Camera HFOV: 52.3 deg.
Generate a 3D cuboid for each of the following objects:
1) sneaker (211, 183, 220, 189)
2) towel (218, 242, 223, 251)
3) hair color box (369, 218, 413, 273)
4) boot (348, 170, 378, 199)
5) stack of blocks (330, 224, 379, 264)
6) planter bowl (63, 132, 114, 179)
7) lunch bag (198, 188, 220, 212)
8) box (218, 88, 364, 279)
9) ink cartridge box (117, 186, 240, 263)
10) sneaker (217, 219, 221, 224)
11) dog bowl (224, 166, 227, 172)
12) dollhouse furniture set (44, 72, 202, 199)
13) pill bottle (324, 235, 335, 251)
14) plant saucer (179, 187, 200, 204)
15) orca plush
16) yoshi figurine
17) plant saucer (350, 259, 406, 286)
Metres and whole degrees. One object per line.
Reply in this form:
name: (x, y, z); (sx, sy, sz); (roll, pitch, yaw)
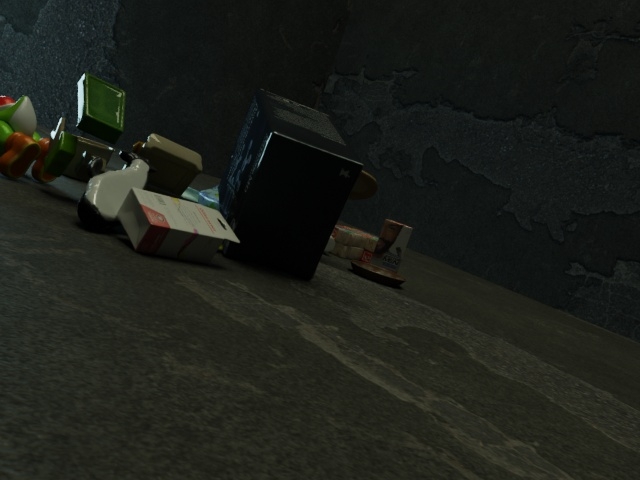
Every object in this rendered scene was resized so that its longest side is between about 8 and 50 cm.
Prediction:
sneaker: (-0.230, -0.133, 2.329); (0.341, 0.125, 0.140); (21, -7, -26)
towel: (-0.295, -0.006, 1.371); (0.102, 0.021, 0.237); (31, 11, 39)
hair color box: (0.221, 0.023, 2.057); (0.093, 0.167, 0.053); (19, 5, 6)
boot: (0.014, -0.221, 1.903); (0.295, 0.104, 0.211); (13, 25, -14)
stack of blocks: (0.125, 0.015, 2.230); (0.171, 0.087, 0.297); (23, 6, 32)
planter bowl: (-0.674, -0.230, 1.821); (0.162, 0.109, 0.162); (19, 5, -2)
lunch bag: (-0.225, -0.082, 1.829); (0.219, 0.090, 0.176); (-1, 19, -41)
box: (-0.089, -0.144, 1.520); (0.212, 0.293, 0.395); (18, 21, -19)
ink cartridge box: (-0.260, -0.022, 1.208); (0.198, 0.067, 0.115); (14, 29, -44)
sneaker: (-0.190, -0.027, 1.657); (0.186, 0.069, 0.084); (18, 11, -20)
dog bowl: (-0.150, -0.134, 2.090); (0.349, 0.102, 0.348); (9, -20, 3)
dollhouse furniture set: (-0.443, -0.204, 1.490); (0.302, 0.197, 0.151); (23, 36, -36)
pill bottle: (0.000, 0.000, 2.062); (0.067, 0.067, 0.120); (17, 6, -25)
plant saucer: (-0.443, -0.141, 2.005); (0.318, 0.043, 0.317); (22, 6, -3)
orca plush: (-0.423, -0.093, 1.286); (0.151, 0.102, 0.287); (48, 21, -33)
yoshi figurine: (-0.792, -0.244, 1.517); (0.362, 0.203, 0.203); (35, 50, 15)
plant saucer: (0.161, 0.096, 1.859); (0.169, 0.029, 0.168); (19, 6, -2)
